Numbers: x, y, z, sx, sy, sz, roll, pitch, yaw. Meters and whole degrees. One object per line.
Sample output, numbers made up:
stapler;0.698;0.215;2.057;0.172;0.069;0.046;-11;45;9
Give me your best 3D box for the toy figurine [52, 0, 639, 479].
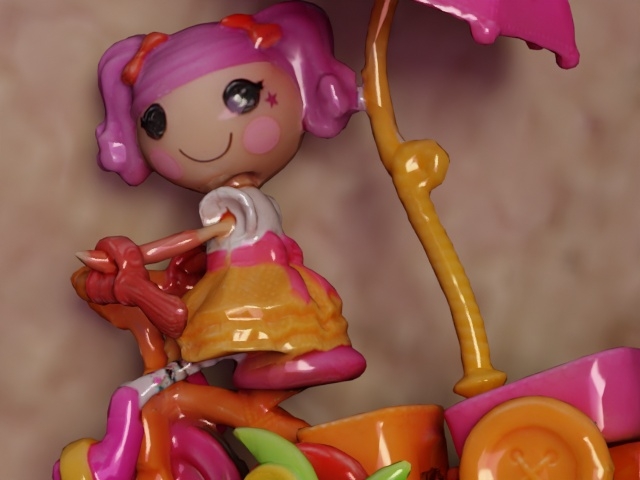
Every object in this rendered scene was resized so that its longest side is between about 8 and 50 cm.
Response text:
toy figurine;0.000;0.000;0.403;0.173;0.130;0.159;-15;79;20
